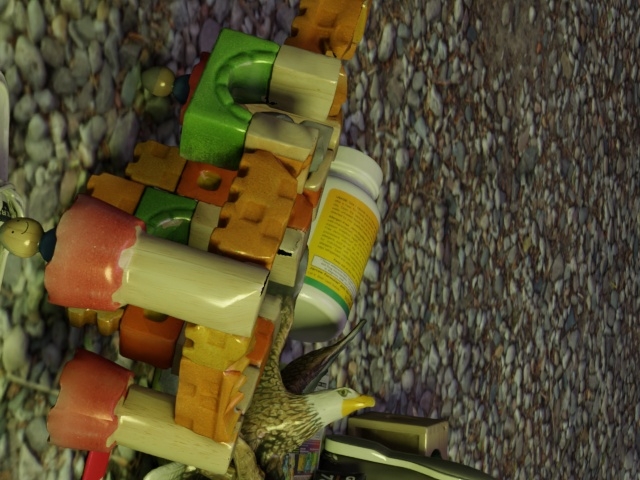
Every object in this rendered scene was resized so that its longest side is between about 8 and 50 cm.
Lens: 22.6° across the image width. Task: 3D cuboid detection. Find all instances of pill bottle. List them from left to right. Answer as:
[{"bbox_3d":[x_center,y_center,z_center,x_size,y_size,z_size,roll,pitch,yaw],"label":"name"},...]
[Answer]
[{"bbox_3d":[0.000,0.000,1.803,0.117,0.117,0.208,58,43,-48],"label":"pill bottle"}]

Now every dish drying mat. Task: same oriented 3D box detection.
[{"bbox_3d":[-0.212,0.206,1.536,0.032,0.008,0.083,43,56,-55],"label":"dish drying mat"}]

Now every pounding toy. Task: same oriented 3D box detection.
[{"bbox_3d":[0.116,0.291,2.038,0.100,0.141,0.130,-4,97,-63],"label":"pounding toy"}]

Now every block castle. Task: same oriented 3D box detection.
[{"bbox_3d":[-0.112,-0.056,1.376,0.303,0.213,0.453,102,4,-52],"label":"block castle"}]

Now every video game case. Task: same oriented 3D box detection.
[{"bbox_3d":[-0.030,0.237,1.828,0.201,0.023,0.183,36,60,-76],"label":"video game case"}]

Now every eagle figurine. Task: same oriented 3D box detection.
[{"bbox_3d":[-0.053,0.155,1.593,0.298,0.225,0.226,-94,-159,-46],"label":"eagle figurine"}]

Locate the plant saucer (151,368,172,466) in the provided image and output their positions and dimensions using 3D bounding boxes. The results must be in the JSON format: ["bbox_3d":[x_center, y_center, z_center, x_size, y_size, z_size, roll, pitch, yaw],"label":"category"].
[{"bbox_3d":[-0.115,0.169,1.688,0.241,0.037,0.241,-11,103,-61],"label":"plant saucer"}]

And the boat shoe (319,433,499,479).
[{"bbox_3d":[0.110,0.294,1.940,0.081,0.227,0.069,-4,107,-76],"label":"boat shoe"}]

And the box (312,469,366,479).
[{"bbox_3d":[-0.002,0.457,1.805,0.293,0.073,0.295,-58,151,-66],"label":"box"}]

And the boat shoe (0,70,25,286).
[{"bbox_3d":[-0.282,-0.018,1.285,0.096,0.088,0.267,39,60,-58],"label":"boat shoe"}]
